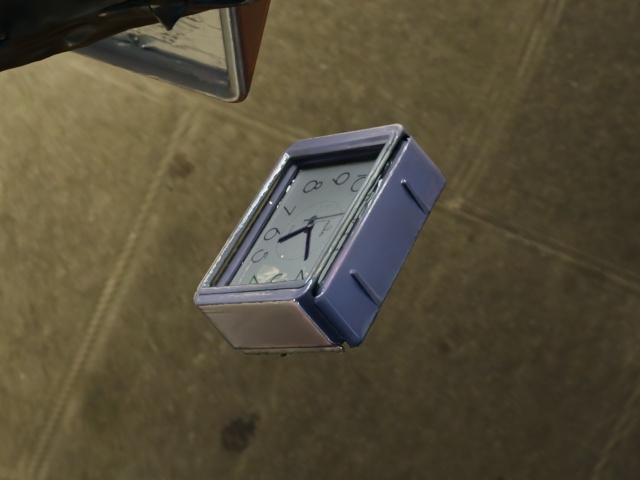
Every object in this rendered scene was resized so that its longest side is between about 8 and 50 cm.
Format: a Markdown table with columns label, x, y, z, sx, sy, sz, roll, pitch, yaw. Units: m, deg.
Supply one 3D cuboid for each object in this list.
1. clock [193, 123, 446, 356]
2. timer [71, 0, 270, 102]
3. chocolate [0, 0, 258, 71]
| label | x | y | z | sx | sy | sz | roll | pitch | yaw |
| --- | --- | --- | --- | --- | --- | --- | --- | --- | --- |
| clock | 0.001 | 0.000 | 1.303 | 0.073 | 0.144 | 0.193 | 49 | 55 | -29 |
| timer | -0.180 | -0.278 | 1.486 | 0.250 | 0.161 | 0.257 | 6 | 144 | 8 |
| chocolate | -0.096 | -0.129 | 0.311 | 0.148 | 0.093 | 0.214 | -19 | 130 | 0 |
